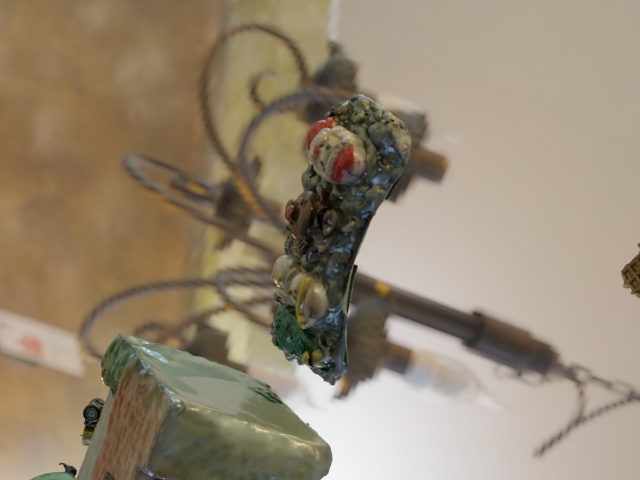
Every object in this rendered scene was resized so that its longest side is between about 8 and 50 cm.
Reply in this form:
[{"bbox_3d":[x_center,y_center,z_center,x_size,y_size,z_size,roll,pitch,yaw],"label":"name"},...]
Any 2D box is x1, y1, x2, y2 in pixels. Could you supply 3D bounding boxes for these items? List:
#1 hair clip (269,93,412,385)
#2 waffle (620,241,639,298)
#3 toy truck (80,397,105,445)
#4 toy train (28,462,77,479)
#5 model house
[{"bbox_3d":[-0.002,0.001,1.999,0.138,0.091,0.321,37,-60,44],"label":"hair clip"},{"bbox_3d":[0.367,0.027,2.043,0.078,0.016,0.085,22,-74,32],"label":"waffle"},{"bbox_3d":[-0.238,0.220,2.207,0.049,0.083,0.054,-64,163,-83],"label":"toy truck"},{"bbox_3d":[-0.130,0.260,1.161,0.285,0.116,0.177,19,-113,36],"label":"toy train"},{"bbox_3d":[-0.164,0.293,1.914,0.325,0.194,0.267,-66,-157,5],"label":"model house"}]
